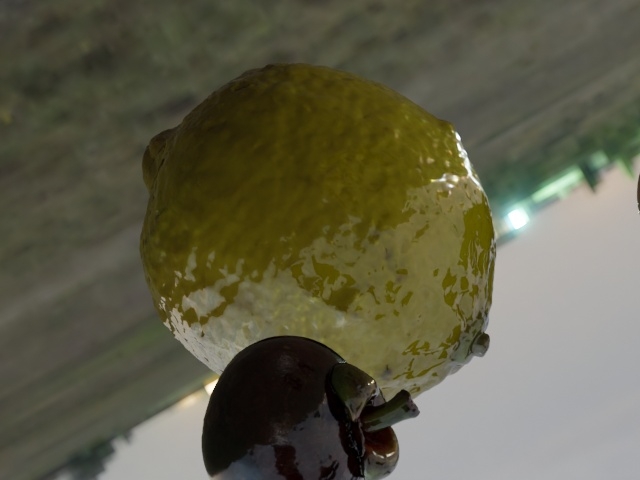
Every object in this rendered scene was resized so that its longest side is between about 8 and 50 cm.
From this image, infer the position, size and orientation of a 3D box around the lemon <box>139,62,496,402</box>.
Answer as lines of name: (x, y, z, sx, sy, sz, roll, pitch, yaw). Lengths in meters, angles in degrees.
lemon: (0.000, 0.000, 1.054, 0.192, 0.231, 0.192, -53, 165, -21)

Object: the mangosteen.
mangosteen: (-0.010, 0.081, 0.765, 0.081, 0.081, 0.081, -30, 178, -1)

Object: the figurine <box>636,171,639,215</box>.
figurine: (0.421, -0.027, 1.429, 0.248, 0.276, 0.388, -57, -176, 9)
